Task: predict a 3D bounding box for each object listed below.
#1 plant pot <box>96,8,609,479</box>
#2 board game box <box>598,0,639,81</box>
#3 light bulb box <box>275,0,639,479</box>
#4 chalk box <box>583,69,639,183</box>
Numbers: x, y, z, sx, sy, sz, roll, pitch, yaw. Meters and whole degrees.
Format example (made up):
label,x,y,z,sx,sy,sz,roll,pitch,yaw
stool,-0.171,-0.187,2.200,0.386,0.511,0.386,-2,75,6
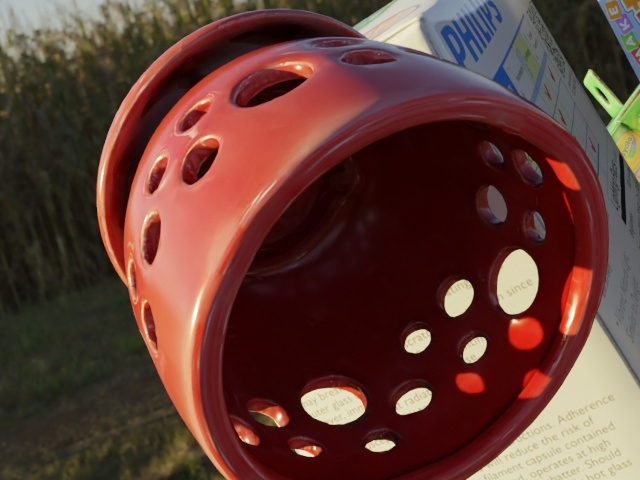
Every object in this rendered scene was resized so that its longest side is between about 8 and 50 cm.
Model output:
label,x,y,z,sx,sy,sz,roll,pitch,yaw
plant pot,0.000,0.000,0.501,0.191,0.191,0.174,-20,31,-22
board game box,0.306,-0.214,0.882,0.039,0.160,0.211,-27,-1,-28
light bulb box,0.105,0.013,0.813,0.225,0.361,0.358,-29,11,24
chalk box,0.344,-0.092,1.121,0.132,0.213,0.132,-55,-8,4
